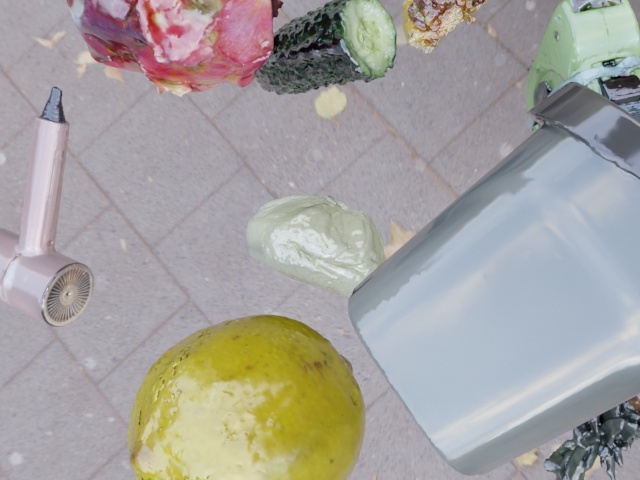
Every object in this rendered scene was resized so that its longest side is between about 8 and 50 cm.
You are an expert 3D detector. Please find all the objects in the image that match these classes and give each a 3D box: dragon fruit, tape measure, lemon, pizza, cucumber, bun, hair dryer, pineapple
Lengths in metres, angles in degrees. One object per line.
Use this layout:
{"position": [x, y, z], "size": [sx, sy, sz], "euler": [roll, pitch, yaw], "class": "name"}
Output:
{"position": [-0.127, -0.211, 0.650], "size": [0.161, 0.274, 0.126], "euler": [37, 57, 20], "class": "dragon fruit"}
{"position": [0.256, -0.133, 0.736], "size": [0.088, 0.177, 0.154], "euler": [-14, 68, -5], "class": "tape measure"}
{"position": [-0.078, 0.217, 0.889], "size": [0.310, 0.258, 0.258], "euler": [-22, 76, -40], "class": "lemon"}
{"position": [0.211, -0.397, 1.215], "size": [0.194, 0.069, 0.154], "euler": [-17, 53, 40], "class": "pizza"}
{"position": [-0.012, -0.174, 0.708], "size": [0.077, 0.265, 0.077], "euler": [-2, 95, -27], "class": "cucumber"}
{"position": [0.000, 0.000, 1.097], "size": [0.220, 0.220, 0.134], "euler": [22, 88, 10], "class": "bun"}
{"position": [-0.420, -0.061, 1.115], "size": [0.189, 0.107, 0.344], "euler": [21, 106, 24], "class": "hair dryer"}
{"position": [0.453, 0.247, 1.093], "size": [0.141, 0.170, 0.310], "euler": [43, 103, 16], "class": "pineapple"}

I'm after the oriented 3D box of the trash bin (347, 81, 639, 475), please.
{"position": [0.177, 0.035, 0.565], "size": [0.250, 0.220, 0.219], "euler": [-40, 75, 21], "class": "trash bin"}
